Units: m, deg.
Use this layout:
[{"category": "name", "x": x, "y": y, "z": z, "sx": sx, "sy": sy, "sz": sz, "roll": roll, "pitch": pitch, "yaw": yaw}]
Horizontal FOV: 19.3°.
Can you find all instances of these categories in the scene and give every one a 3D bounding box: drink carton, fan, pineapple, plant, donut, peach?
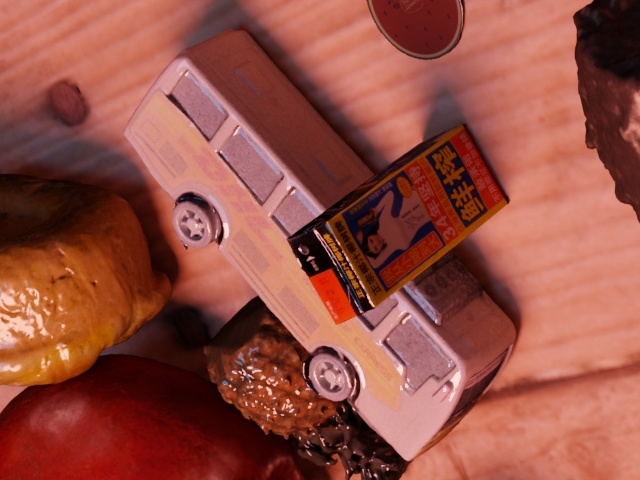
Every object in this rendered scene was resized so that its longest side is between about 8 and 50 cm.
[{"category": "drink carton", "x": 0.054, "y": -0.013, "z": 1.307, "sx": 0.056, "sy": 0.165, "sz": 0.071, "roll": -27, "pitch": 96, "yaw": 48}, {"category": "fan", "x": 0.052, "y": -0.186, "z": 1.317, "sx": 0.133, "sy": 0.005, "sz": 0.085, "roll": 55, "pitch": 139, "yaw": -2}, {"category": "pineapple", "x": -0.001, "y": 0.132, "z": 1.517, "sx": 0.198, "sy": 0.108, "sz": 0.108, "roll": 47, "pitch": 140, "yaw": -12}, {"category": "plant", "x": 0.250, "y": -0.040, "z": 1.134, "sx": 0.146, "sy": 0.149, "sz": 0.274, "roll": -111, "pitch": -5, "yaw": -56}, {"category": "donut", "x": -0.265, "y": 0.032, "z": 1.604, "sx": 0.261, "sy": 0.208, "sz": 0.128, "roll": 5, "pitch": 119, "yaw": 35}, {"category": "peach", "x": -0.159, "y": 0.207, "z": 1.616, "sx": 0.361, "sy": 0.201, "sz": 0.257, "roll": 9, "pitch": 164, "yaw": 37}]

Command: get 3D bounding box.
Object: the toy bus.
[{"category": "toy bus", "x": 0.000, "y": 0.000, "z": 1.424, "sx": 0.342, "sy": 0.097, "sz": 0.138, "roll": 48, "pitch": 131, "yaw": 10}]
